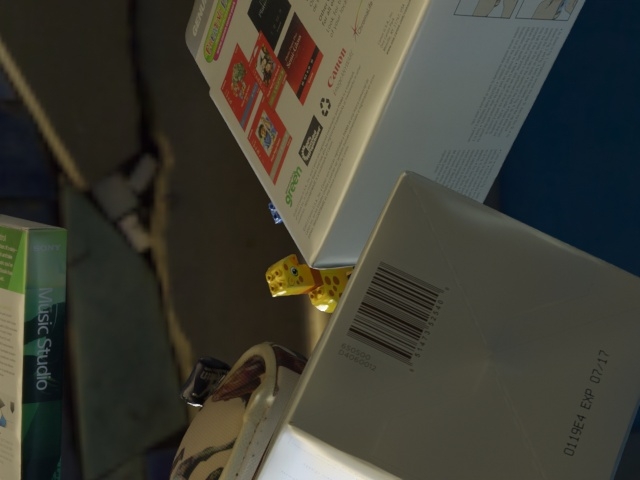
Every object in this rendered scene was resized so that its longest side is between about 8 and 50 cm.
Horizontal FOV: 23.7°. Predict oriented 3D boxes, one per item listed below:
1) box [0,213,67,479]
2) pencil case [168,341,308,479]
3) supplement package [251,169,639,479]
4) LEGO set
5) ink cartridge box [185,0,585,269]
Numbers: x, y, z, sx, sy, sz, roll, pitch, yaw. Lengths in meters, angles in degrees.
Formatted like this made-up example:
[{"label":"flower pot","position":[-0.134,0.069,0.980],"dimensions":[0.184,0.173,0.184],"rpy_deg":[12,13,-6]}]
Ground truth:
[{"label":"box","position":[-0.371,0.130,1.740],"dimensions":[0.232,0.058,0.322],"rpy_deg":[12,-77,49]},{"label":"pencil case","position":[0.087,0.212,1.027],"dimensions":[0.183,0.410,0.160],"rpy_deg":[-35,-146,56]},{"label":"supplement package","position":[0.047,0.101,0.736],"dimensions":[0.244,0.134,0.139],"rpy_deg":[113,3,-61]},{"label":"LEGO set","position":[0.000,0.000,1.254],"dimensions":[0.087,0.093,0.227],"rpy_deg":[-33,-109,36]},{"label":"ink cartridge box","position":[0.041,-0.184,1.066],"dimensions":[0.272,0.130,0.309],"rpy_deg":[59,-42,39]}]
